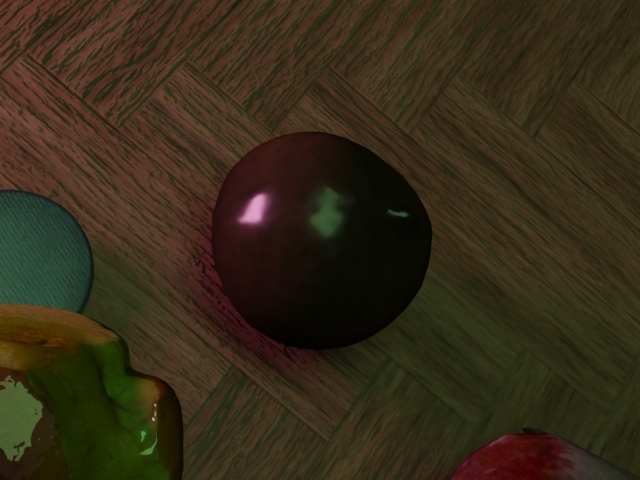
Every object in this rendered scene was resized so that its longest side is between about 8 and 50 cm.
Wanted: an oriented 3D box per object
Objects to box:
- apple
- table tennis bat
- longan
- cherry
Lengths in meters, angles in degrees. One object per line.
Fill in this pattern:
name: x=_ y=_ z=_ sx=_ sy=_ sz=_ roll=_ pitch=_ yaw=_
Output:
apple: x=-0.315 y=0.227 z=1.355 sx=0.374 sy=0.384 sz=0.374 roll=12 pitch=57 yaw=-19
table tennis bat: x=-0.429 y=0.063 z=1.570 sx=0.329 sy=0.044 sz=0.215 roll=-35 pitch=95 yaw=-33
longan: x=0.000 y=0.002 z=1.676 sx=0.297 sy=0.297 sz=0.297 roll=10 pitch=64 yaw=-21
cherry: x=0.306 y=0.416 z=1.642 sx=0.326 sy=0.291 sz=0.334 roll=2 pitch=85 yaw=-36
